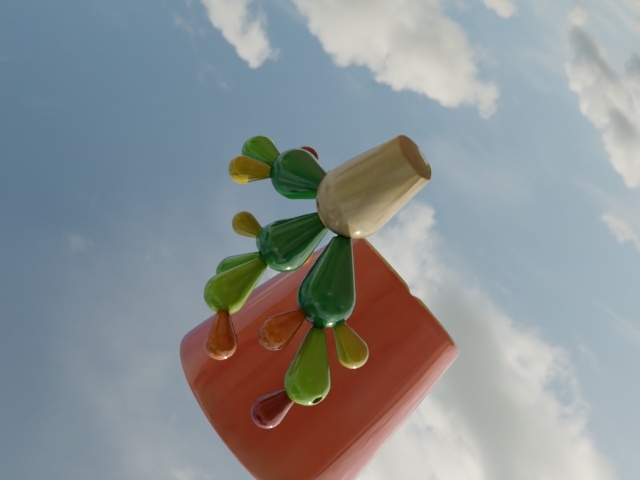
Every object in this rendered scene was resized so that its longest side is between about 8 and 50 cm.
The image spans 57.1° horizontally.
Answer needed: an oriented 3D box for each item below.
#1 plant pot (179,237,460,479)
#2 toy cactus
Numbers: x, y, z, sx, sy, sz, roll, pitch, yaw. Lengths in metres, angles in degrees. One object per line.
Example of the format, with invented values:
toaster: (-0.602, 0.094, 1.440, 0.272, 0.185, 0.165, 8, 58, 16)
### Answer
plant pot: (0.012, 0.135, 0.705, 0.275, 0.243, 0.275, 48, -179, -1)
toy cactus: (0.000, 0.000, 0.403, 0.112, 0.180, 0.219, 31, -141, -36)
